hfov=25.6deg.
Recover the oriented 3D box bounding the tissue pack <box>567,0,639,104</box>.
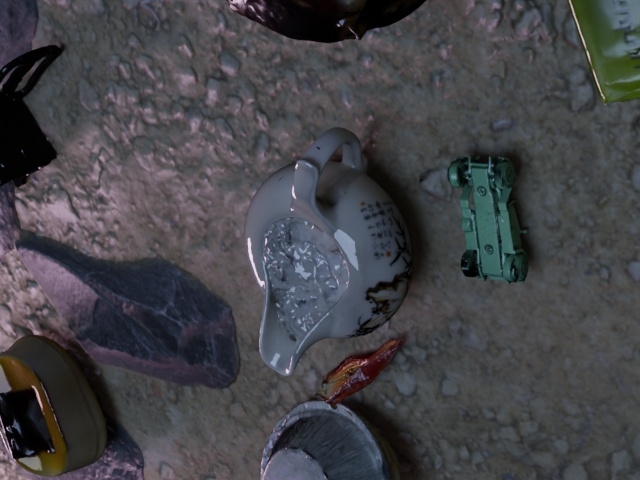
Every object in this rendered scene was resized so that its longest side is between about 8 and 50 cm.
[{"bbox_3d":[0.290,-0.280,1.171,0.167,0.200,0.275,-10,106,38],"label":"tissue pack"}]

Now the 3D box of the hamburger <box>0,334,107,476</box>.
[{"bbox_3d":[-0.394,0.238,2.029,0.173,0.116,0.210,-18,98,33],"label":"hamburger"}]

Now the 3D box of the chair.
[{"bbox_3d":[-0.396,-0.146,1.824,0.229,0.106,0.113,-31,92,44],"label":"chair"}]

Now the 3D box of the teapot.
[{"bbox_3d":[0.000,0.000,1.576,0.208,0.166,0.300,34,141,33],"label":"teapot"}]

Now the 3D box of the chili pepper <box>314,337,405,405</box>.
[{"bbox_3d":[0.052,0.154,1.693,0.027,0.045,0.178,24,137,-25],"label":"chili pepper"}]

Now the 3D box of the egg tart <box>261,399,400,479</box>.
[{"bbox_3d":[-0.003,0.312,1.738,0.234,0.094,0.234,1,92,46],"label":"egg tart"}]

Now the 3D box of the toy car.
[{"bbox_3d":[0.181,-0.023,1.490,0.073,0.054,0.143,4,114,38],"label":"toy car"}]

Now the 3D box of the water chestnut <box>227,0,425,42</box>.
[{"bbox_3d":[0.003,-0.329,1.295,0.300,0.300,0.300,17,123,29],"label":"water chestnut"}]
